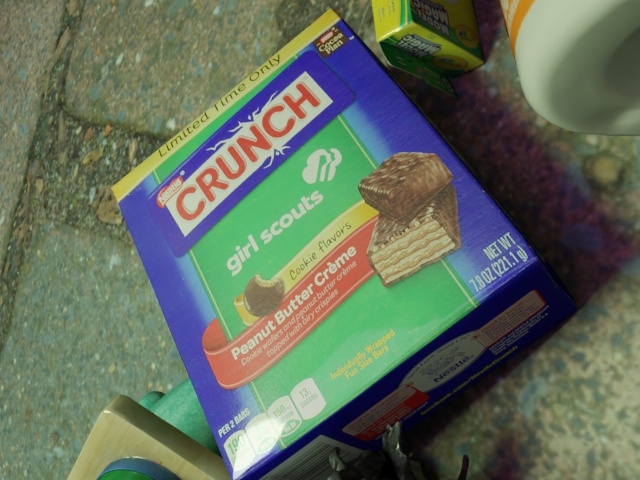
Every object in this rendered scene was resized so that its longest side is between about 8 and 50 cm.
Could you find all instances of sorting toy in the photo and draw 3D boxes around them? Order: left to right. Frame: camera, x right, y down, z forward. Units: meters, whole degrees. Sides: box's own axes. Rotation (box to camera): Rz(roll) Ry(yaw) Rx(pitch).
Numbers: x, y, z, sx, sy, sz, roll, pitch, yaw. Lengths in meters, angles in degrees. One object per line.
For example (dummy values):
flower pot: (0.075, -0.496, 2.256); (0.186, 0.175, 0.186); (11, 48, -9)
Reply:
sorting toy: (-0.128, 0.301, 0.634); (0.256, 0.089, 0.257); (33, 120, 3)

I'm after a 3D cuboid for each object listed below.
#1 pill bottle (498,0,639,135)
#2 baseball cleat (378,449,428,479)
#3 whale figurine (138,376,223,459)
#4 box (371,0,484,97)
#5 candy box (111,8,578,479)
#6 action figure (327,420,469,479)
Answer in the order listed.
pill bottle: (0.197, -0.285, 0.479); (0.224, 0.224, 0.392); (-26, 63, 39)
baseball cleat: (0.011, 0.198, 0.659); (0.206, 0.072, 0.109); (36, 106, 44)
whale figurine: (-0.142, 0.213, 0.756); (0.216, 0.141, 0.271); (34, 107, 44)
box: (0.088, -0.218, 0.658); (0.043, 0.105, 0.179); (-20, 67, 42)
candy box: (0.000, 0.000, 0.634); (0.268, 0.122, 0.317); (-38, 53, 10)
action figure: (-0.006, 0.222, 0.497); (0.141, 0.276, 0.164); (-125, 29, -59)
